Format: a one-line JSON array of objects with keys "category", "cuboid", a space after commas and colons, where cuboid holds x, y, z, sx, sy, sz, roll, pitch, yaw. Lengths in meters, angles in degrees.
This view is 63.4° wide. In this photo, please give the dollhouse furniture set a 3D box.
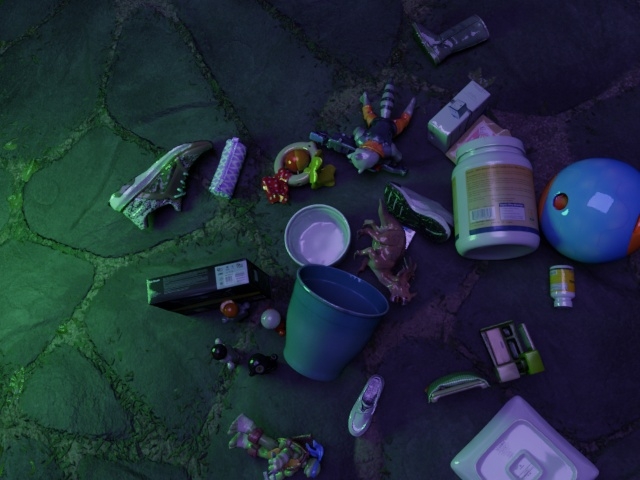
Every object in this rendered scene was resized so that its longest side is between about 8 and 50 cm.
[{"category": "dollhouse furniture set", "cuboid": [0.412, 0.322, 1.400, 0.302, 0.197, 0.151, -18, 72, 5]}]

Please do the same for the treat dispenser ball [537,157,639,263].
[{"category": "treat dispenser ball", "cuboid": [0.744, -0.080, 1.404, 0.288, 0.288, 0.288, -3, 73, 11]}]

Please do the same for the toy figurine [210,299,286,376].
[{"category": "toy figurine", "cuboid": [-0.217, 0.293, 1.563, 0.210, 0.148, 0.213, 13, 77, 15]}]

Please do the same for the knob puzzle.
[{"category": "knob puzzle", "cuboid": [0.527, -0.272, 1.640, 0.213, 0.030, 0.213, 0, 88, 11]}]

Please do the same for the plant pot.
[{"category": "plant pot", "cuboid": [0.018, 0.242, 1.465, 0.272, 0.272, 0.255, 28, 108, 18]}]

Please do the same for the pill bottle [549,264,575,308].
[{"category": "pill bottle", "cuboid": [0.687, 0.133, 1.471, 0.065, 0.065, 0.116, 2, 75, 12]}]

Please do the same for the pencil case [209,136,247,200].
[{"category": "pencil case", "cuboid": [-0.317, -0.244, 1.775, 0.086, 0.088, 0.206, 12, 76, 12]}]

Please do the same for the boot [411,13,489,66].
[{"category": "boot", "cuboid": [0.440, -0.713, 1.767, 0.208, 0.076, 0.189, -33, 84, 8]}]

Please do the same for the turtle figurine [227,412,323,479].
[{"category": "turtle figurine", "cuboid": [-0.154, 0.626, 1.428, 0.266, 0.198, 0.274, 26, 77, 21]}]

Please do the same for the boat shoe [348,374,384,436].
[{"category": "boat shoe", "cuboid": [0.132, 0.473, 1.483, 0.066, 0.063, 0.184, 29, 81, 18]}]

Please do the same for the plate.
[{"category": "plate", "cuboid": [0.539, 0.606, 1.372, 0.277, 0.045, 0.278, -45, 70, -3]}]

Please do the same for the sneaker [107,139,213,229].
[{"category": "sneaker", "cuboid": [-0.521, -0.192, 1.802, 0.410, 0.158, 0.182, -38, 101, -3]}]

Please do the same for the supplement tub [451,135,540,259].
[{"category": "supplement tub", "cuboid": [0.498, -0.118, 1.493, 0.228, 0.228, 0.316, -2, 75, 11]}]

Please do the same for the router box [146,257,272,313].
[{"category": "router box", "cuboid": [-0.327, 0.148, 1.579, 0.309, 0.243, 0.081, -12, 72, 7]}]

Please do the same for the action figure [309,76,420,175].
[{"category": "action figure", "cuboid": [0.146, -0.361, 1.660, 0.341, 0.178, 0.330, 16, 59, 2]}]

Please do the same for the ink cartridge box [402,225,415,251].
[{"category": "ink cartridge box", "cuboid": [0.257, 0.002, 1.616, 0.048, 0.028, 0.083, 27, 80, 17]}]

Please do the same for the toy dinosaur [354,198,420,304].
[{"category": "toy dinosaur", "cuboid": [0.210, 0.031, 1.546, 0.200, 0.127, 0.295, 8, 91, 12]}]

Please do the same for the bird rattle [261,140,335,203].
[{"category": "bird rattle", "cuboid": [-0.079, -0.232, 1.731, 0.254, 0.143, 0.207, -16, 59, 20]}]

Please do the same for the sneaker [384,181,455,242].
[{"category": "sneaker", "cuboid": [0.307, -0.096, 1.612, 0.108, 0.100, 0.271, -31, 58, -34]}]

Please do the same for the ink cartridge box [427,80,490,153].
[{"category": "ink cartridge box", "cuboid": [0.434, -0.386, 1.636, 0.190, 0.139, 0.082, -45, 72, -3]}]

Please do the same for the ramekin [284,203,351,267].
[{"category": "ramekin", "cuboid": [0.000, 0.000, 1.627, 0.207, 0.109, 0.207, -3, 73, 11]}]
